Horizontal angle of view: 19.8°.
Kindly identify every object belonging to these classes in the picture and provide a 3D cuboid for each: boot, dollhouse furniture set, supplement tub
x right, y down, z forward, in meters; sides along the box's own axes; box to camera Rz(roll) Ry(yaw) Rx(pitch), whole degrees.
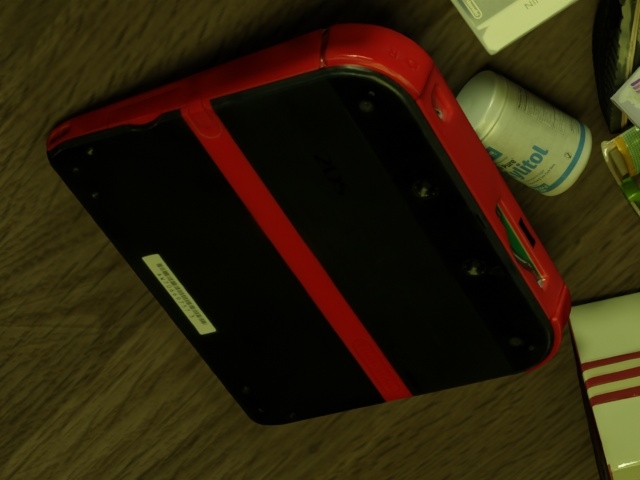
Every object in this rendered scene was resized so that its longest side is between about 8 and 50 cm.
[{"bbox_3d":[0.296,-0.179,1.474,0.137,0.077,0.197,-5,129,-7],"label":"boot"},{"bbox_3d":[0.294,-0.049,1.542,0.076,0.058,0.151,-32,148,7],"label":"dollhouse furniture set"},{"bbox_3d":[0.167,-0.089,1.531,0.107,0.071,0.071,26,121,-22],"label":"supplement tub"}]

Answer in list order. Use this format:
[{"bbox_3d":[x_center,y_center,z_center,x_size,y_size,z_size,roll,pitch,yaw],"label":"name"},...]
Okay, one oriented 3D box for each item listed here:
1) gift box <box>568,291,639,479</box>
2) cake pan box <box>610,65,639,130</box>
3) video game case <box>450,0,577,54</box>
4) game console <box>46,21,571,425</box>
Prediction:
[{"bbox_3d":[0.383,0.198,1.648,0.258,0.276,0.255,-14,132,5],"label":"gift box"},{"bbox_3d":[0.399,-0.131,1.473,0.267,0.070,0.245,35,103,-34],"label":"cake pan box"},{"bbox_3d":[0.148,-0.268,1.385,0.183,0.023,0.201,-32,105,19],"label":"video game case"},{"bbox_3d":[0.000,0.000,1.568,0.342,0.060,0.386,-14,128,28],"label":"game console"}]
